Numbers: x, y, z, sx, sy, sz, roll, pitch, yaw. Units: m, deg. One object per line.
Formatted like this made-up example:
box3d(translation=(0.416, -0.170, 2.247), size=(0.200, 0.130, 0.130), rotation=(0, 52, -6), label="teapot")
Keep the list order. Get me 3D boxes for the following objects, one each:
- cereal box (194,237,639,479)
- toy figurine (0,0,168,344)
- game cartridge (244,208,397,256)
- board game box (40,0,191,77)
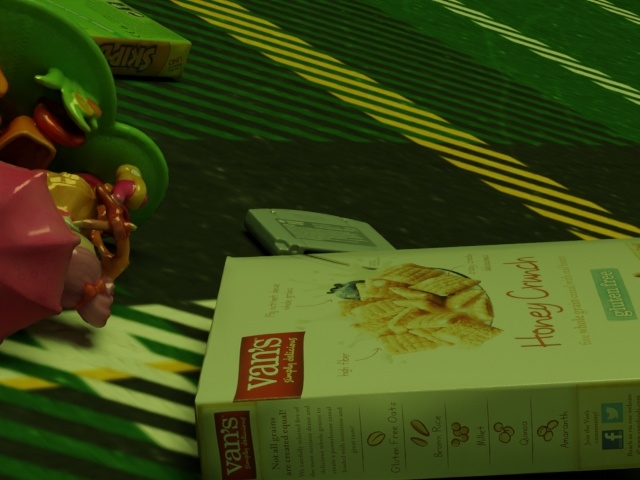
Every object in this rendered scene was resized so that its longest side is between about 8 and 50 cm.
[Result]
box3d(translation=(0.071, 0.047, 0.754), size=(0.240, 0.047, 0.173), rotation=(-3, 19, 2), label="cereal box")
box3d(translation=(-0.137, -0.010, 0.798), size=(0.173, 0.130, 0.159), rotation=(35, 23, -32), label="toy figurine")
box3d(translation=(0.000, 0.000, 0.989), size=(0.083, 0.017, 0.056), rotation=(7, 25, -31), label="game cartridge")
box3d(translation=(-0.224, -0.151, 1.175), size=(0.259, 0.039, 0.124), rotation=(1, 25, -47), label="board game box")
